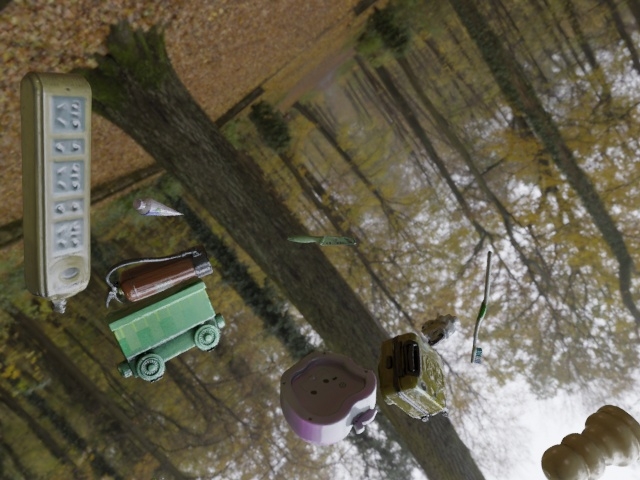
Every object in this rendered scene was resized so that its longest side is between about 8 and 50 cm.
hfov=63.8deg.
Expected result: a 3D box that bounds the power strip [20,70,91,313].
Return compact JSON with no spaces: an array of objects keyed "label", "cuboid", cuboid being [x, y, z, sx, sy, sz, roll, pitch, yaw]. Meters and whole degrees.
[{"label":"power strip","cuboid":[-0.403,-0.057,0.792,0.066,0.387,0.092,21,-158,26]}]

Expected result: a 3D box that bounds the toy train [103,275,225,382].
[{"label":"toy train","cuboid":[-0.404,0.231,1.357,0.301,0.202,0.120,-25,-169,-27]}]

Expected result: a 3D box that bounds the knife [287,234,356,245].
[{"label":"knife","cuboid":[0.001,0.000,2.062,0.293,0.043,0.020,1,-173,20]}]

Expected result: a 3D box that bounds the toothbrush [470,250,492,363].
[{"label":"toothbrush","cuboid":[0.429,0.177,1.363,0.030,0.030,0.303,-172,-92,-73]}]

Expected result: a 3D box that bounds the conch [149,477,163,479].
[{"label":"conch","cuboid":[-0.486,0.721,1.448,0.094,0.080,0.201,-59,172,-5]}]

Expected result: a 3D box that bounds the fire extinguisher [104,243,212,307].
[{"label":"fire extinguisher","cuboid":[-0.569,0.099,1.742,0.376,0.200,0.113,-21,-143,-15]}]

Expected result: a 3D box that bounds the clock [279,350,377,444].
[{"label":"clock","cuboid":[0.026,0.528,1.753,0.339,0.102,0.338,1,-149,-1]}]

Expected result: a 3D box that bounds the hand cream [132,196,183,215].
[{"label":"hand cream","cuboid":[-0.464,-0.087,1.445,0.084,0.053,0.142,6,172,26]}]

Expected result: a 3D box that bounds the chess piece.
[{"label":"chess piece","cuboid":[0.767,0.611,1.475,0.300,0.167,0.167,-21,-173,-18]}]

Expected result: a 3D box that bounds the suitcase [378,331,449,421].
[{"label":"suitcase","cuboid":[0.266,0.398,1.498,0.143,0.235,0.193,-25,-141,30]}]

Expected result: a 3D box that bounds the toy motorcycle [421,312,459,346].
[{"label":"toy motorcycle","cuboid":[0.448,0.325,1.925,0.151,0.074,0.228,-38,-177,8]}]
